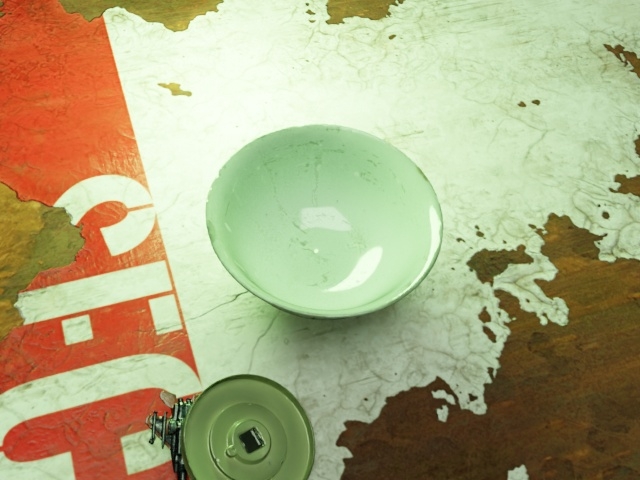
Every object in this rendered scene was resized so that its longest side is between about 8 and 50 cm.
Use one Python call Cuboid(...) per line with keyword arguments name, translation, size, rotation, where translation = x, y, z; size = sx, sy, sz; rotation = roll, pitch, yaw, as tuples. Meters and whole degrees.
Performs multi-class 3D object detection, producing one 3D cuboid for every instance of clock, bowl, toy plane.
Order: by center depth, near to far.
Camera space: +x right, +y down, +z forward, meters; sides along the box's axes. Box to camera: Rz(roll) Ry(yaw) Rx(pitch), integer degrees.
Cuboid(name="clock", translation=(-0.119, 0.341, 1.309), size=(0.234, 0.029, 0.235), rotation=(11, 59, -19))
Cuboid(name="toy plane", translation=(-0.231, 0.349, 1.309), size=(0.130, 0.061, 0.189), rotation=(7, 57, -22))
Cuboid(name="bowl", translation=(0.000, 0.000, 1.482), size=(0.434, 0.196, 0.435), rotation=(3, 57, -5))
